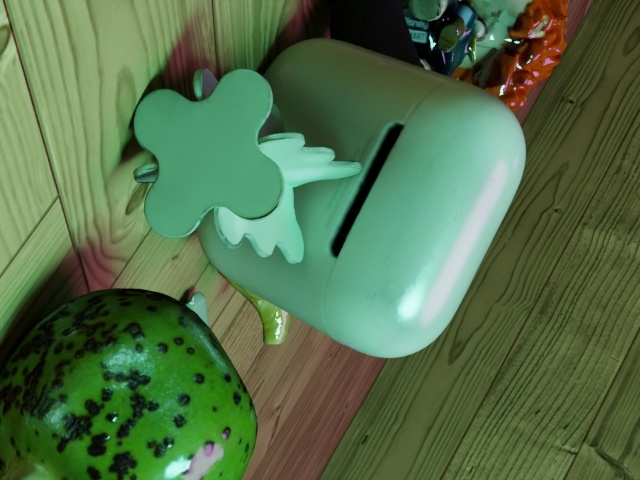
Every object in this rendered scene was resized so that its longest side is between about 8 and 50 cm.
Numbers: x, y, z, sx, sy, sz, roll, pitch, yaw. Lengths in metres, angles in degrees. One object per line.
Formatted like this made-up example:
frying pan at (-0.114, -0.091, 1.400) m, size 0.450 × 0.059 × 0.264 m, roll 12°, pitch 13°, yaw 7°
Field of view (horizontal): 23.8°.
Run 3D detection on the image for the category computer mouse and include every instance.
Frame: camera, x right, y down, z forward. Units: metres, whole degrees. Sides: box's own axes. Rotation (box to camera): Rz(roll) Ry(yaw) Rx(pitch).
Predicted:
computer mouse at (0.061, -0.208, 1.741) m, size 0.088 × 0.264 × 0.147 m, roll -19°, pitch 166°, yaw -8°
computer mouse at (-0.156, 0.101, 1.795) m, size 0.056 × 0.032 × 0.110 m, roll -55°, pitch 156°, yaw -40°

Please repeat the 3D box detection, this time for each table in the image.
table at (-0.064, -0.065, 1.414) m, size 0.167 × 0.166 × 0.198 m, roll -64°, pitch 159°, yaw 4°

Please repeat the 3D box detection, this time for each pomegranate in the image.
pomegranate at (-0.187, 0.174, 1.347) m, size 0.270 × 0.254 × 0.254 m, roll -41°, pitch 157°, yaw -38°

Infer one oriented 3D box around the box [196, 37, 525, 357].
box at (0.033, -0.053, 1.573) m, size 0.141 × 0.349 × 0.289 m, roll 29°, pitch 88°, yaw -46°

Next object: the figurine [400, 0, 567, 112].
figurine at (0.176, -0.296, 1.993) m, size 0.411 × 0.241 × 0.306 m, roll 26°, pitch 67°, yaw -61°

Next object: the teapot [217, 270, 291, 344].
teapot at (-0.013, -0.022, 1.809) m, size 0.311 × 0.167 × 0.203 m, roll -65°, pitch 168°, yaw 8°
